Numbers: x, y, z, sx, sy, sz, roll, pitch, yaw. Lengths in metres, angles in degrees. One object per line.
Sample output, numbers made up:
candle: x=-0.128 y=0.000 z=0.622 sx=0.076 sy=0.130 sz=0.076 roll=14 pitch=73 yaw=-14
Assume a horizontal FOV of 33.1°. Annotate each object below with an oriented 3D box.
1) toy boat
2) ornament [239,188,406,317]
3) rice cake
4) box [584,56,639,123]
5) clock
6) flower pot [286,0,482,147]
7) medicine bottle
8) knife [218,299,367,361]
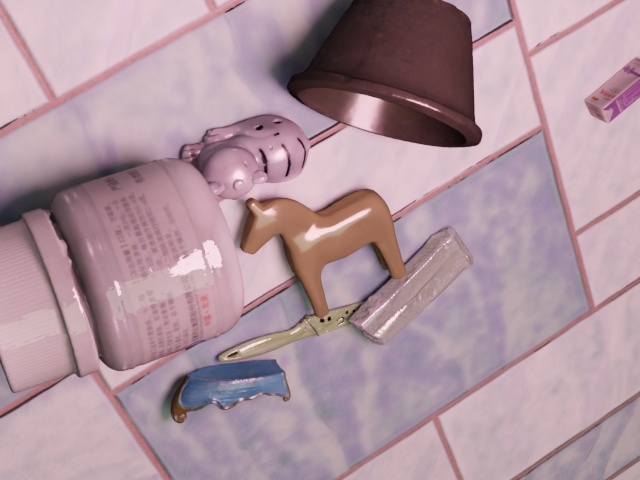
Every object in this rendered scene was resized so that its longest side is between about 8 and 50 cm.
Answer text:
toy boat: x=-0.138 y=0.234 z=1.648 sx=0.185 sy=0.075 sz=0.077 roll=-5 pitch=110 yaw=-23
ornament: x=0.000 y=0.000 z=1.604 sx=0.230 sy=0.061 sz=0.245 roll=-27 pitch=127 yaw=-10
rice cake: x=0.148 y=0.077 z=1.731 sx=0.226 sy=0.040 sz=0.085 roll=-43 pitch=128 yaw=-9
box: x=0.489 y=-0.243 z=1.744 sx=0.117 sy=0.050 sz=0.036 roll=-40 pitch=126 yaw=-6
clock: x=-0.089 y=-0.107 z=1.461 sx=0.176 sy=0.117 sz=0.080 roll=-18 pitch=124 yaw=-20
flower pot: x=0.103 y=-0.237 z=1.443 sx=0.269 sy=0.269 sz=0.166 roll=19 pitch=83 yaw=-35
medicine bottle: x=-0.275 y=0.047 z=1.365 sx=0.306 sy=0.245 sz=0.245 roll=-19 pitch=124 yaw=-18
knife: x=-0.025 y=0.138 z=1.694 sx=0.293 sy=0.020 sz=0.043 roll=-15 pitch=121 yaw=-22
